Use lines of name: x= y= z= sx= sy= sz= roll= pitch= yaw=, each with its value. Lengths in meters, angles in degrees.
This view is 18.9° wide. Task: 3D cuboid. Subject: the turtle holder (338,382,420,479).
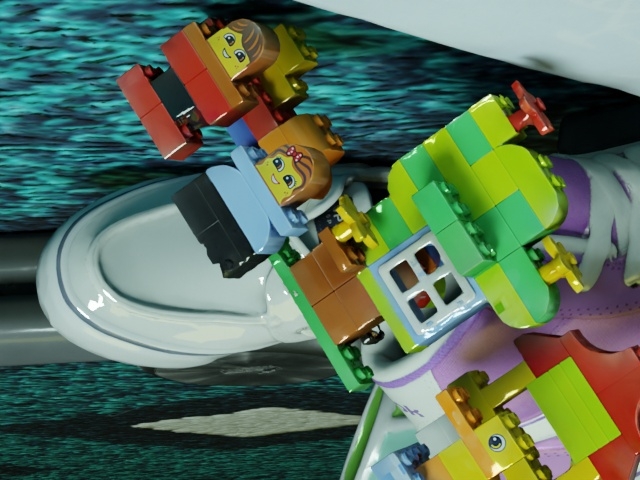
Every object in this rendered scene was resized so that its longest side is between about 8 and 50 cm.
turtle holder: x=0.123 y=0.221 z=1.480 sx=0.227 sy=0.243 sz=0.320 roll=19 pitch=128 yaw=-4

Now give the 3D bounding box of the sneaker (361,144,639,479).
sneaker: x=0.142 y=-0.006 z=0.715 sx=0.282 sy=0.102 sz=0.161 roll=-39 pitch=129 yaw=16

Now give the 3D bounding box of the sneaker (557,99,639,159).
sneaker: x=0.185 y=-0.004 z=0.842 sx=0.084 sy=0.097 sz=0.234 roll=-11 pitch=165 yaw=36

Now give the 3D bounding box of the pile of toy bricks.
pile of toy bricks: x=0.036 y=-0.006 z=0.628 sx=0.105 sy=0.212 sz=0.118 roll=-36 pitch=169 yaw=15

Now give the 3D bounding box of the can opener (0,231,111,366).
can opener: x=-0.198 y=0.046 z=1.050 sx=0.283 sy=0.076 sz=0.095 roll=-3 pitch=149 yaw=5

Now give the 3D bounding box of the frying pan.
frying pan: x=-0.054 y=0.079 z=1.351 sx=0.197 sy=0.053 sz=0.326 roll=0 pitch=165 yaw=-6

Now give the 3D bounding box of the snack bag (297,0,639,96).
snack bag: x=0.125 y=-0.107 z=0.491 sx=0.323 sy=0.037 sz=0.342 roll=9 pitch=164 yaw=-41

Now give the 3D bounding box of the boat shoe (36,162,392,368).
boat shoe: x=0.000 y=0.000 z=0.891 sx=0.258 sy=0.095 sz=0.084 roll=-8 pitch=168 yaw=-25
